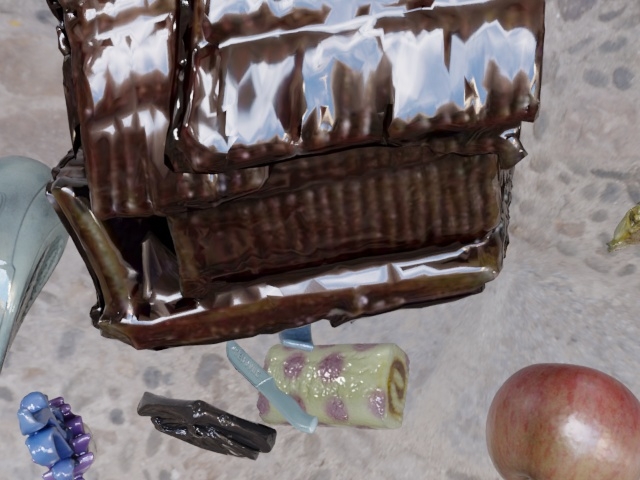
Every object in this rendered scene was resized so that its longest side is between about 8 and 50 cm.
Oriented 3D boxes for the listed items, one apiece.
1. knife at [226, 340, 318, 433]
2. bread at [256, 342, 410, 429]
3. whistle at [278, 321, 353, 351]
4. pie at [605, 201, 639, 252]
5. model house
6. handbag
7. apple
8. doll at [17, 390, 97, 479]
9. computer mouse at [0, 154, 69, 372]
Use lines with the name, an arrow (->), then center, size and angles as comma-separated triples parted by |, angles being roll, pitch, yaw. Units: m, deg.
knife -> -0.068, 0.182, 1.038 | 0.028, 0.015, 0.210 | -53, 44, -4
bread -> 0.026, 0.322, 1.826 | 0.338, 0.155, 0.187 | -5, 63, 35
whistle -> 0.000, 0.000, 0.754 | 0.093, 0.269, 0.180 | 13, 105, -10
pie -> 0.606, -0.049, 1.408 | 0.282, 0.129, 0.068 | -17, 58, -26
model house -> -0.010, -0.136, 0.470 | 0.317, 0.283, 0.297 | -7, 45, 6
handbag -> -0.260, 0.411, 1.834 | 0.275, 0.244, 0.088 | -4, 59, 51
apple -> 0.483, 0.404, 1.639 | 0.344, 0.345, 0.269 | 13, 67, 12
doll -> -0.287, 0.216, 0.893 | 0.067, 0.206, 0.110 | -20, 69, -8
computer mouse -> -0.496, 0.038, 1.191 | 0.188, 0.122, 0.371 | 19, 76, 0
